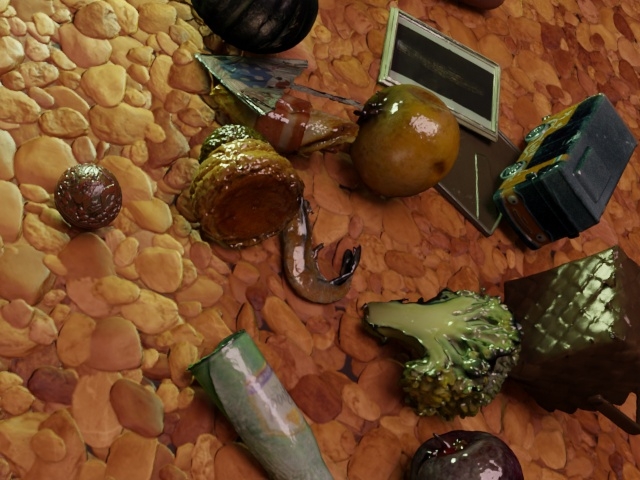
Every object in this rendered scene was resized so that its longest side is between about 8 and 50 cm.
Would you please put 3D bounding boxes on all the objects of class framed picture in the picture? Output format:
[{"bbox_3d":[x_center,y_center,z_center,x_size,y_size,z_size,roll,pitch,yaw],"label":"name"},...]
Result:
[{"bbox_3d":[0.325,-0.149,1.948,0.192,0.018,0.265,44,49,-8],"label":"framed picture"},{"bbox_3d":[0.260,-0.351,1.995,0.293,0.018,0.231,23,53,-19],"label":"framed picture"}]

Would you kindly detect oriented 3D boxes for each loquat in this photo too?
[{"bbox_3d":[0.152,-0.187,1.723,0.213,0.213,0.213,16,58,-27],"label":"loquat"}]

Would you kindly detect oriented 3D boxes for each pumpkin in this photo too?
[{"bbox_3d":[-0.110,-0.450,1.684,0.250,0.216,0.250,43,16,-15],"label":"pumpkin"}]

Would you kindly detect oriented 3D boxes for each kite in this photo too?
[{"bbox_3d":[-0.075,-0.274,1.659,0.314,0.011,0.335,18,29,3],"label":"kite"}]

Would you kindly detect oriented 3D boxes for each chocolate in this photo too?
[{"bbox_3d":[-0.070,0.273,1.397,0.110,0.110,0.291,-37,92,-41],"label":"chocolate"}]

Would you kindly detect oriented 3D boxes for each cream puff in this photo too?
[{"bbox_3d":[-0.131,-0.104,1.532,0.183,0.183,0.169,6,40,-32],"label":"cream puff"}]

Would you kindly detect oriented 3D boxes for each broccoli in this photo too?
[{"bbox_3d":[0.207,0.200,1.622,0.242,0.273,0.180,-66,153,-47],"label":"broccoli"}]

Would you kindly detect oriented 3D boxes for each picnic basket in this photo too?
[{"bbox_3d":[0.501,0.186,1.713,0.321,0.291,0.254,34,50,-35],"label":"picnic basket"}]

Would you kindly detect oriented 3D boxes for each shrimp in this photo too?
[{"bbox_3d":[0.000,0.000,1.621,0.152,0.046,0.219,2,69,-33],"label":"shrimp"}]

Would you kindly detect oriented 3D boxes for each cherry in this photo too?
[{"bbox_3d":[0.227,0.390,1.485,0.195,0.195,0.195,16,58,-27],"label":"cherry"}]

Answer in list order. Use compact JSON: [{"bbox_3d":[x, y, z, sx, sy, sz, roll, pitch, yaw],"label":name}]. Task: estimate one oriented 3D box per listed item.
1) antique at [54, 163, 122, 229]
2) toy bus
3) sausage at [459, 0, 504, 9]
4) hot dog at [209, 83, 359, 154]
[{"bbox_3d":[-0.338,-0.064,1.388,0.104,0.104,0.104,16,58,-27],"label":"antique"},{"bbox_3d":[0.502,-0.144,1.938,0.162,0.194,0.323,51,47,-13],"label":"toy bus"},{"bbox_3d":[0.236,-0.595,2.082,0.433,0.088,0.088,15,58,-27],"label":"sausage"},{"bbox_3d":[-0.068,-0.199,1.646,0.261,0.093,0.123,21,35,-3],"label":"hot dog"}]
